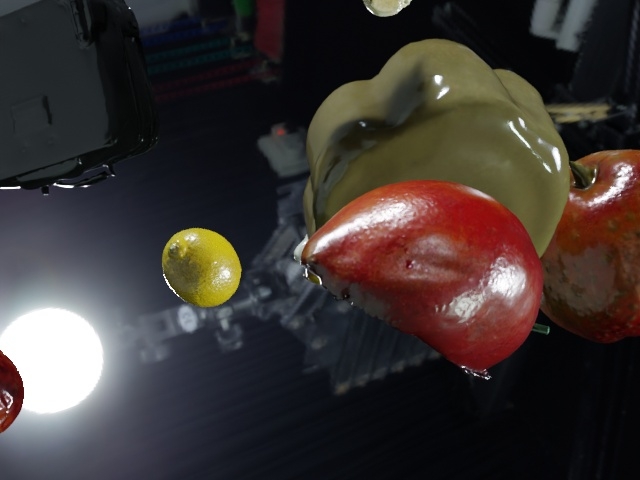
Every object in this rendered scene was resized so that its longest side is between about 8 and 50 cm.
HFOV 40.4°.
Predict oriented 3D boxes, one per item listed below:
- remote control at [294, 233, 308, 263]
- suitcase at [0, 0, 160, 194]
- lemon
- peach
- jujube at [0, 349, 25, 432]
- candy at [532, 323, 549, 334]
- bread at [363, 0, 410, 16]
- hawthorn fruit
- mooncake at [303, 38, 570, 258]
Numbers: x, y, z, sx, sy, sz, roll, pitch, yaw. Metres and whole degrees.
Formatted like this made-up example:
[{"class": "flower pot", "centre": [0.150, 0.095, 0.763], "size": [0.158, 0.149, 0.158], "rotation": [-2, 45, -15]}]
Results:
[{"class": "remote control", "centre": [0.000, 0.000, 1.706], "size": [0.074, 0.122, 0.032], "rotation": [32, -16, -20]}, {"class": "suitcase", "centre": [-0.478, -0.259, 1.548], "size": [0.188, 0.345, 0.339], "rotation": [-4, 81, -70]}, {"class": "lemon", "centre": [-0.291, 0.066, 2.131], "size": [0.244, 0.187, 0.187], "rotation": [51, -1, -43]}, {"class": "peach", "centre": [0.135, 0.018, 1.079], "size": [0.257, 0.361, 0.201], "rotation": [36, -82, 47]}, {"class": "jujube", "centre": [-0.696, 0.270, 1.696], "size": [0.255, 0.190, 0.190], "rotation": [59, -16, -17]}, {"class": "candy", "centre": [0.302, 0.141, 1.652], "size": [0.262, 0.073, 0.077], "rotation": [12, -46, 22]}, {"class": "bread", "centre": [0.126, -0.525, 1.552], "size": [0.182, 0.251, 0.039], "rotation": [39, -15, -1]}, {"class": "hawthorn fruit", "centre": [0.584, -0.007, 1.763], "size": [0.403, 0.402, 0.403], "rotation": [52, -29, 45]}, {"class": "mooncake", "centre": [0.184, -0.102, 1.501], "size": [0.262, 0.467, 0.467], "rotation": [-105, -167, -48]}]
